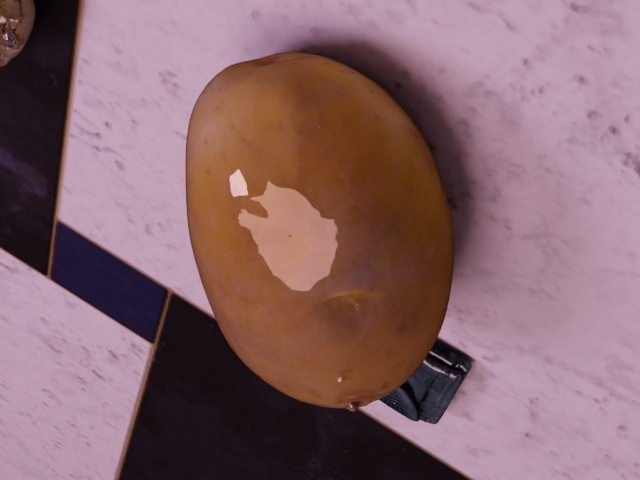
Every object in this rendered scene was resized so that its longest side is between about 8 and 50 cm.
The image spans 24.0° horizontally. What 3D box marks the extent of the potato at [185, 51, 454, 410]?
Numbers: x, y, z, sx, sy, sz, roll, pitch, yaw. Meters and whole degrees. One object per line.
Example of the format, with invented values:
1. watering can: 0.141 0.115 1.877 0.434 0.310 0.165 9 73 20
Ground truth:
1. potato: 0.000 0.000 0.848 0.150 0.146 0.234 -7 138 7

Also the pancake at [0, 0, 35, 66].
1. pancake: -0.286 -0.209 0.901 0.282 0.049 0.282 25 149 17

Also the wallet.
1. wallet: 0.033 0.076 1.018 0.129 0.026 0.088 31 149 6
